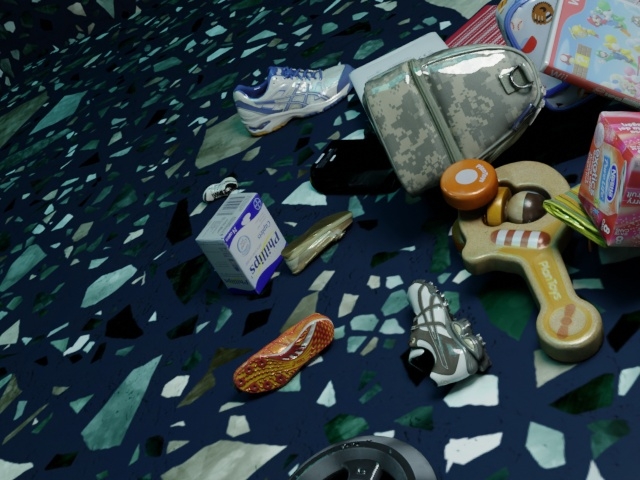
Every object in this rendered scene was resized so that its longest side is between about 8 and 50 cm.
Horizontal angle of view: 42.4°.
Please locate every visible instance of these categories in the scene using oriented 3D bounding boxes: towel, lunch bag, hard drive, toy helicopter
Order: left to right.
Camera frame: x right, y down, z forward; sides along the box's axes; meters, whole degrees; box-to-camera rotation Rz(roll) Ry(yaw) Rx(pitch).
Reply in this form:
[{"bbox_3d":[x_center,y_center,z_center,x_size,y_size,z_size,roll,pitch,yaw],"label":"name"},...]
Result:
[{"bbox_3d":[0.184,-0.311,1.668,0.210,0.040,0.318,-25,33,6],"label":"hard drive"},{"bbox_3d":[0.223,-0.216,1.352,0.256,0.212,0.305,-26,5,12],"label":"lunch bag"},{"bbox_3d":[0.356,-0.419,1.718,0.199,0.031,0.275,-42,26,-5],"label":"towel"},{"bbox_3d":[0.317,0.015,1.144,0.235,0.140,0.355,-16,44,6],"label":"toy helicopter"},{"bbox_3d":[0.473,-0.373,1.413,0.303,0.243,0.115,-29,19,10],"label":"lunch bag"},{"bbox_3d":[0.407,-0.059,1.118,0.237,0.021,0.102,-23,49,-38],"label":"towel"}]

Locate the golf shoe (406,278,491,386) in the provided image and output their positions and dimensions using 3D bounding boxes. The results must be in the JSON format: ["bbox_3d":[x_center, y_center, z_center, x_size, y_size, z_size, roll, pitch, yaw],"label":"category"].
[{"bbox_3d":[0.149,0.125,1.139,0.094,0.077,0.198,-32,31,-3],"label":"golf shoe"}]

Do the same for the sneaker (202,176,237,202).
[{"bbox_3d":[-0.219,-0.109,1.801,0.083,0.032,0.037,-35,32,-6],"label":"sneaker"}]

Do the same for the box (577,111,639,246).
[{"bbox_3d":[0.468,-0.074,1.012,0.257,0.128,0.122,1,35,-5],"label":"box"}]

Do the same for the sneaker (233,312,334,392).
[{"bbox_3d":[-0.055,0.175,1.264,0.175,0.064,0.067,-31,12,-10],"label":"sneaker"}]

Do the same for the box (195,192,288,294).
[{"bbox_3d":[-0.136,0.006,1.474,0.072,0.137,0.126,-1,43,37],"label":"box"}]

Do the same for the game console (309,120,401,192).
[{"bbox_3d":[0.139,-0.222,1.661,0.213,0.044,0.361,5,46,40],"label":"game console"}]

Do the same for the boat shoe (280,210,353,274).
[{"bbox_3d":[0.000,0.000,1.470,0.153,0.048,0.056,-37,20,-23],"label":"boat shoe"}]

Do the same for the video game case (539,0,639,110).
[{"bbox_3d":[0.491,-0.285,1.275,0.285,0.025,0.204,21,59,0],"label":"video game case"}]

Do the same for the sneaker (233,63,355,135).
[{"bbox_3d":[-0.063,-0.355,1.925,0.296,0.131,0.112,-24,31,8],"label":"sneaker"}]

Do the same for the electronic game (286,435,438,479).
[{"bbox_3d":[0.034,0.328,0.975,0.229,0.048,0.229,-20,34,14],"label":"electronic game"}]
